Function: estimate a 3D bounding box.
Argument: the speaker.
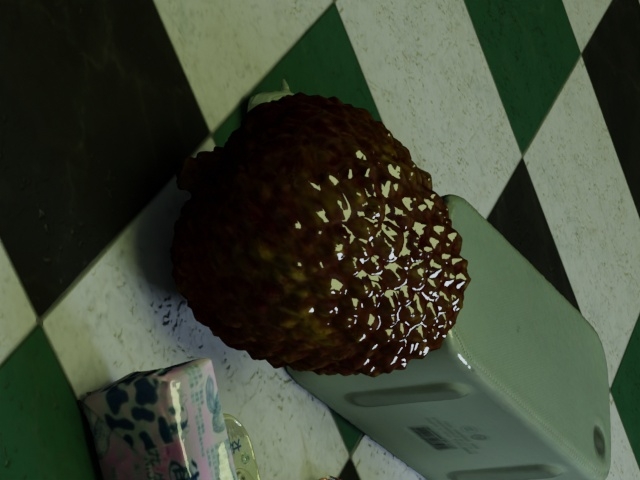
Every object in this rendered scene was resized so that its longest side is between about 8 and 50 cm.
[{"bbox_3d":[0.133,0.120,1.929,0.406,0.184,0.183,40,45,-50],"label":"speaker"}]

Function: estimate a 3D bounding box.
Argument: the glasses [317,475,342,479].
[{"bbox_3d":[0.146,0.288,1.835,0.118,0.234,0.268,-54,130,-26],"label":"glasses"}]

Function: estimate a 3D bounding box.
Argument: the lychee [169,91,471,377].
[{"bbox_3d":[0.000,0.000,1.654,0.271,0.236,0.236,29,45,-13],"label":"lychee"}]

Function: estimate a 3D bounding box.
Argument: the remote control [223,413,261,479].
[{"bbox_3d":[-0.070,0.256,1.635,0.078,0.042,0.221,-17,95,-64],"label":"remote control"}]

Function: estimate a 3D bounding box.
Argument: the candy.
[{"bbox_3d":[-0.121,0.178,1.514,0.073,0.092,0.160,-19,97,-58],"label":"candy"}]

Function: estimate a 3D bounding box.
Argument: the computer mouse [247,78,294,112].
[{"bbox_3d":[-0.031,-0.070,1.833,0.089,0.056,0.182,15,54,-42],"label":"computer mouse"}]
